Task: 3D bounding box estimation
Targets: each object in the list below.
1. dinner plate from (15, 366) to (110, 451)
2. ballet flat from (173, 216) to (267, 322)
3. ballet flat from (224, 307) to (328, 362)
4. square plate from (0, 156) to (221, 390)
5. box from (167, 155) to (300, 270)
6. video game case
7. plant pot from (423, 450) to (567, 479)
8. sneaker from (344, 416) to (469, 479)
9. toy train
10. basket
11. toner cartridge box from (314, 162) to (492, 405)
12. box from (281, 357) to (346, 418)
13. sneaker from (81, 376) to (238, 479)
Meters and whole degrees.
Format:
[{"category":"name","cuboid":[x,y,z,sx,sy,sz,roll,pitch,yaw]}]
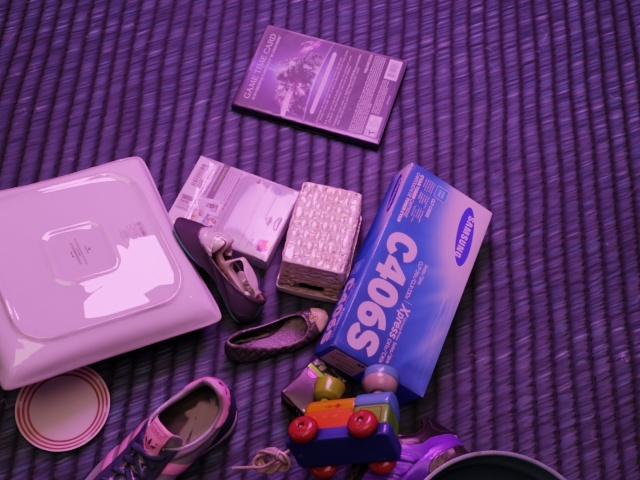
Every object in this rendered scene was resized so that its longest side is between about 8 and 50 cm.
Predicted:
[{"category":"dinner plate","cuboid":[-0.389,0.252,1.522,0.141,0.017,0.141,0,61,0]},{"category":"ballet flat","cuboid":[-0.152,0.034,1.593,0.074,0.074,0.203,-33,85,-18]},{"category":"ballet flat","cuboid":[-0.066,0.148,1.570,0.173,0.049,0.057,-21,65,-13]},{"category":"square plate","cuboid":[-0.371,0.025,1.546,0.344,0.049,0.347,-17,61,-25]},{"category":"box","cuboid":[-0.146,-0.048,1.682,0.186,0.038,0.145,20,64,10]},{"category":"video game case","cuboid":[0.001,-0.281,1.822,0.274,0.026,0.196,16,62,8]},{"category":"plant pot","cuboid":[0.206,0.443,1.318,0.293,0.196,0.293,6,64,-13]},{"category":"sneaker","cuboid":[0.076,0.353,1.442,0.293,0.102,0.146,-28,59,-19]},{"category":"toy train","cuboid":[-0.004,0.255,1.437,0.248,0.105,0.143,-10,39,21]},{"category":"basket","cuboid":[0.000,0.000,1.623,0.113,0.103,0.167,12,61,4]},{"category":"toner cartridge box","cuboid":[0.135,0.064,1.576,0.165,0.075,0.347,31,62,-13]},{"category":"box","cuboid":[-0.010,0.229,1.525,0.083,0.052,0.062,-40,69,-20]},{"category":"sneaker","cuboid":[-0.252,0.308,1.430,0.112,0.131,0.319,39,67,17]}]
